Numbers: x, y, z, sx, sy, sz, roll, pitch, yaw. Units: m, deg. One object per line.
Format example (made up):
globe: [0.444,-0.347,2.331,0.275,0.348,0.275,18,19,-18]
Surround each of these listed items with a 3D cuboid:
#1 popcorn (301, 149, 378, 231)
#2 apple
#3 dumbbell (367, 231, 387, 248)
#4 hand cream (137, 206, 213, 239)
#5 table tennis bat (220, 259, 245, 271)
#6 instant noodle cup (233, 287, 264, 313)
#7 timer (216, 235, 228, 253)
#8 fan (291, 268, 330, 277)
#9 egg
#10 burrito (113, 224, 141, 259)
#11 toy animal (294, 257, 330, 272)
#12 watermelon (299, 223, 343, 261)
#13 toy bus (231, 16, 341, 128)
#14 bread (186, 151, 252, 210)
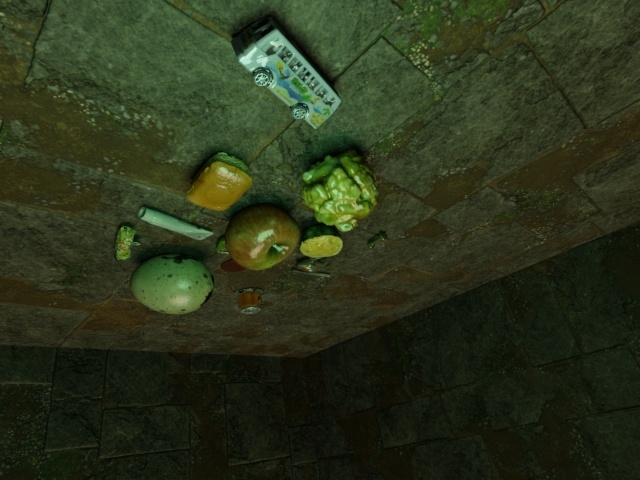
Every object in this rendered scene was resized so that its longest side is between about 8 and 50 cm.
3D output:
popcorn: [0.070,-0.186,1.465,0.279,0.274,0.335,-51,-176,8]
apple: [-0.251,-0.028,1.694,0.309,0.250,0.277,-22,142,-25]
dumbbell: [0.295,-0.001,2.100,0.046,0.052,0.118,45,132,-8]
hand cream: [-0.602,-0.058,1.687,0.085,0.058,0.331,-27,148,25]
table tennis bat: [-0.423,0.125,2.131,0.221,0.019,0.130,-15,151,13]
instant noodle cup: [-0.435,0.382,2.494,0.208,0.125,0.177,6,148,-28]
timer: [-0.421,0.022,1.912,0.140,0.047,0.128,5,147,-27]
fan: [-0.053,0.191,2.369,0.282,0.023,0.057,13,173,-40]
egg: [-0.699,0.206,1.905,0.380,0.287,0.287,-2,152,0]
burrito: [-0.838,0.016,1.752,0.104,0.054,0.288,6,148,-28]
toy animal: [-0.048,0.141,2.232,0.188,0.089,0.179,3,167,-23]
watermelon: [0.000,-0.004,1.914,0.204,0.127,0.232,-17,150,11]
toy bus: [-0.082,-0.446,1.093,0.136,0.109,0.330,-34,145,21]
bread: [-0.358,-0.205,1.430,0.174,0.121,0.246,16,145,-42]
